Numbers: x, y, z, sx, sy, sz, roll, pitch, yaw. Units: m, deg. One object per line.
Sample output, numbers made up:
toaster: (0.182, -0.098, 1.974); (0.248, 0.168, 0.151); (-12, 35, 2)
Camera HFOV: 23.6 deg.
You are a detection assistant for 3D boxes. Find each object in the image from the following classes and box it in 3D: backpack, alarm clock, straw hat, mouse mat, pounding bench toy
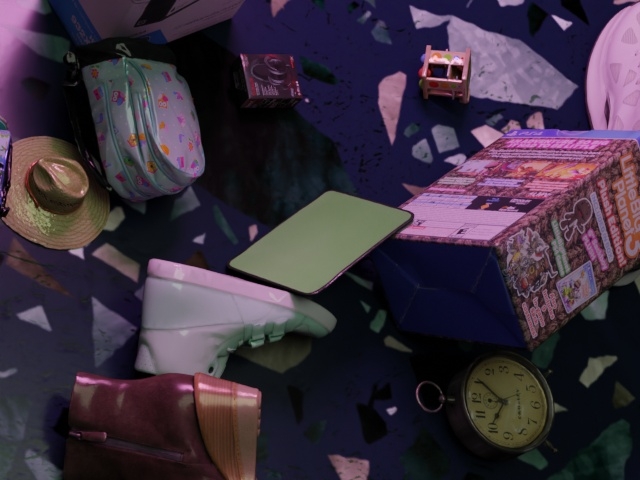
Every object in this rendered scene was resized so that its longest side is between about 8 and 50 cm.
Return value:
backpack: (-0.380, -0.069, 1.666); (0.084, 0.105, 0.114); (15, 62, -19)
alarm clock: (0.199, 0.199, 1.863); (0.192, 0.064, 0.129); (11, 65, -24)
straw hat: (-0.295, -0.065, 1.731); (0.144, 0.061, 0.144); (9, 67, -22)
backpack: (-0.206, -0.137, 1.757); (0.152, 0.115, 0.182); (0, 77, -57)
mouse mat: (0.000, 0.000, 1.813); (0.189, 0.152, 0.007); (-38, 127, -31)
pounding bench toy: (0.164, -0.211, 2.024); (0.065, 0.083, 0.052); (5, 61, 10)

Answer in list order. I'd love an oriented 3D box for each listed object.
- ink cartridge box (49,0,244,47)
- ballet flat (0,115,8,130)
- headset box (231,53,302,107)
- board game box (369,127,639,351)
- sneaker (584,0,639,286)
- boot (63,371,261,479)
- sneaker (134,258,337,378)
ink cartridge box: (-0.160, -0.346, 1.766); (0.223, 0.307, 0.129); (-26, 82, -31)
ballet flat: (-0.408, -0.146, 1.725); (0.114, 0.041, 0.041); (9, 66, -24)
headset box: (-0.070, -0.199, 1.913); (0.083, 0.032, 0.062); (-2, 71, -28)
board game box: (0.242, -0.010, 1.852); (0.291, 0.232, 0.141); (-34, 114, -32)
sneaker: (0.474, -0.171, 2.034); (0.169, 0.257, 0.447); (23, 61, -16)
boot: (-0.171, 0.263, 1.652); (0.207, 0.090, 0.248); (3, 94, -1)
sneaker: (-0.103, 0.118, 1.748); (0.256, 0.094, 0.151); (15, 87, -35)
